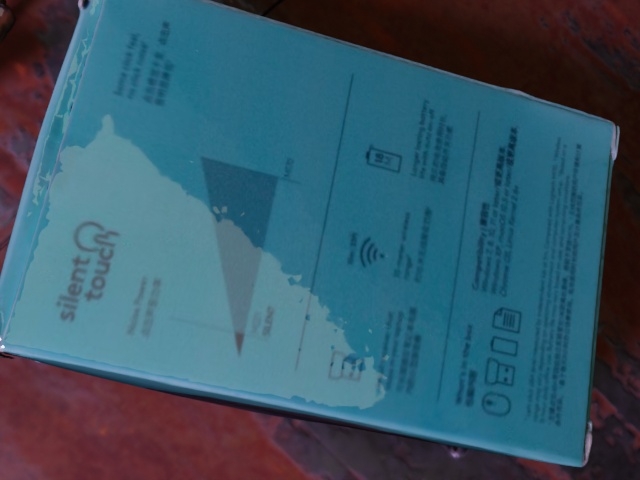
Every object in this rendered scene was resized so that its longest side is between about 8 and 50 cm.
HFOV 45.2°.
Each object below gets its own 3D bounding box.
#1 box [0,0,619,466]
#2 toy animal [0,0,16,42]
[{"bbox_3d":[0.000,0.000,0.442,0.311,0.118,0.205,13,73,-11],"label":"box"},{"bbox_3d":[-0.314,-0.143,0.424,0.229,0.066,0.224,-31,87,-13],"label":"toy animal"}]
